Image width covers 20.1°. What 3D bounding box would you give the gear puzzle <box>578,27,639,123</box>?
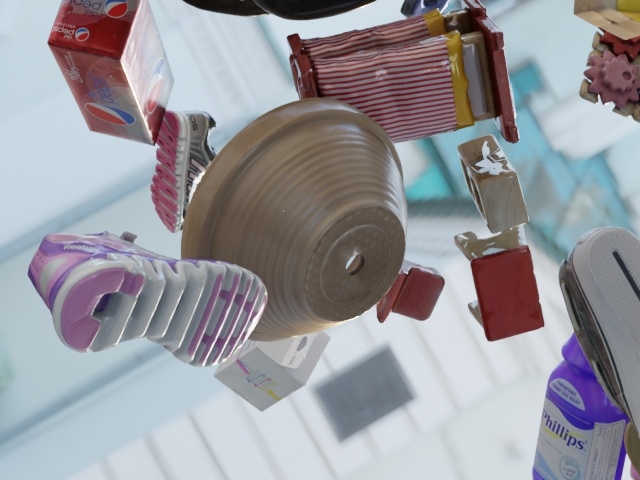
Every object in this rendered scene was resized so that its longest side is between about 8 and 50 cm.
[{"bbox_3d":[0.468,-0.306,2.461,0.175,0.339,0.044,22,-27,-8],"label":"gear puzzle"}]

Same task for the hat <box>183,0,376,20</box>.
[{"bbox_3d":[0.000,-0.308,1.840,0.134,0.331,0.331,59,-10,34],"label":"hat"}]

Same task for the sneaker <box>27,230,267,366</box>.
[{"bbox_3d":[-0.145,0.038,1.482,0.104,0.095,0.236,35,15,39],"label":"sneaker"}]

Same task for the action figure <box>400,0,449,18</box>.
[{"bbox_3d":[0.114,-0.441,2.180,0.330,0.341,0.178,15,24,-42],"label":"action figure"}]

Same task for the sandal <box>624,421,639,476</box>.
[{"bbox_3d":[0.434,0.288,2.238,0.240,0.088,0.079,26,-24,-31],"label":"sandal"}]

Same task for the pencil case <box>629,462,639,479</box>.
[{"bbox_3d":[0.579,0.366,2.342,0.386,0.160,0.167,47,-38,29],"label":"pencil case"}]

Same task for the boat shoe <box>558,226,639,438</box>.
[{"bbox_3d":[0.374,0.144,2.037,0.119,0.121,0.335,129,-59,-70],"label":"boat shoe"}]

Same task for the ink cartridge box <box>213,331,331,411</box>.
[{"bbox_3d":[-0.062,0.155,2.464,0.090,0.092,0.143,38,-37,-12],"label":"ink cartridge box"}]

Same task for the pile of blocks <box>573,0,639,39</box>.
[{"bbox_3d":[0.440,-0.264,1.814,0.149,0.362,0.112,109,-13,-74],"label":"pile of blocks"}]

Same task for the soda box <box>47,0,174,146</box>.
[{"bbox_3d":[-0.225,-0.194,1.979,0.083,0.092,0.263,14,-16,7],"label":"soda box"}]

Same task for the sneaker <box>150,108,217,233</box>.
[{"bbox_3d":[-0.157,-0.085,2.163,0.063,0.075,0.170,39,-45,41],"label":"sneaker"}]

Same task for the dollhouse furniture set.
[{"bbox_3d":[0.107,-0.044,1.825,0.152,0.201,0.374,-106,-178,-65],"label":"dollhouse furniture set"}]

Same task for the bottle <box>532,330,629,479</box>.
[{"bbox_3d":[0.338,0.206,2.269,0.118,0.092,0.282,37,-51,47],"label":"bottle"}]

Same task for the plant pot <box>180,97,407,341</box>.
[{"bbox_3d":[0.000,0.000,1.638,0.110,0.237,0.237,36,-25,42],"label":"plant pot"}]
